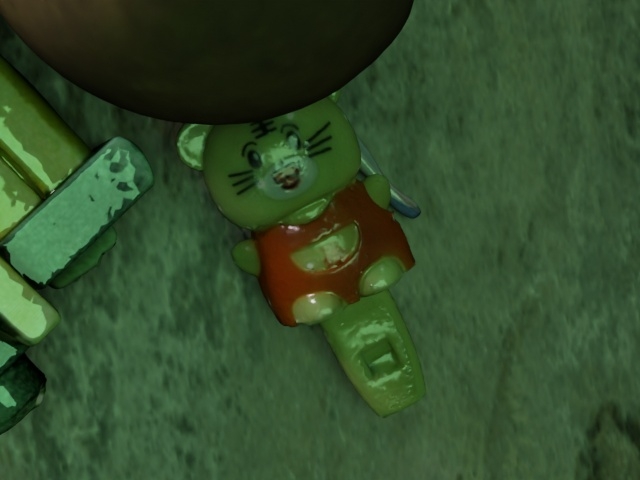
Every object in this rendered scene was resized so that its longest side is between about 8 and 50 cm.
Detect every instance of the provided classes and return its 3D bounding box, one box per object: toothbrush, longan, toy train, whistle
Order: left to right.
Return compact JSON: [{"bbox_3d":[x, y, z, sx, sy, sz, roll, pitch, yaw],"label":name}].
[{"bbox_3d":[-0.298,-0.060,0.818,0.397,0.160,0.253,47,74,-11],"label":"toy train"},{"bbox_3d":[-0.078,-0.224,0.769,0.318,0.319,0.319,0,92,-13],"label":"longan"},{"bbox_3d":[-0.006,-0.122,0.944,0.027,0.021,0.269,-37,99,4],"label":"toothbrush"},{"bbox_3d":[0.000,0.000,0.906,0.131,0.106,0.288,-27,97,-4],"label":"whistle"}]
